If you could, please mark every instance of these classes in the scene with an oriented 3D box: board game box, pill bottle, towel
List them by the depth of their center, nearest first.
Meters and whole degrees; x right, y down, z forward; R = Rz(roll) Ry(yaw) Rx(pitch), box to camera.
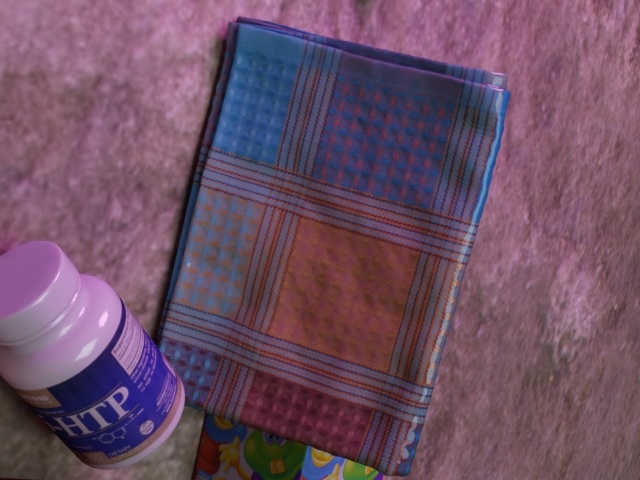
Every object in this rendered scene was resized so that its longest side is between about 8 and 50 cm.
[{"bbox_3d":[-0.200,0.093,0.826,0.112,0.112,0.187,-51,134,-25],"label":"pill bottle"},{"bbox_3d":[0.000,0.000,0.916,0.040,0.271,0.370,3,102,-74],"label":"towel"},{"bbox_3d":[-0.011,0.150,1.036,0.144,0.142,0.275,6,98,-50],"label":"board game box"}]

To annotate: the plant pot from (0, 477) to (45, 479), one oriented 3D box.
[{"bbox_3d":[-0.247,0.332,0.755,0.267,0.235,0.267,-33,126,-38],"label":"plant pot"}]
